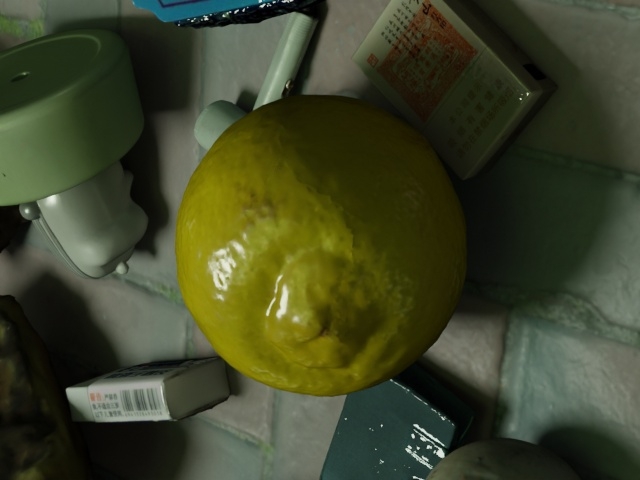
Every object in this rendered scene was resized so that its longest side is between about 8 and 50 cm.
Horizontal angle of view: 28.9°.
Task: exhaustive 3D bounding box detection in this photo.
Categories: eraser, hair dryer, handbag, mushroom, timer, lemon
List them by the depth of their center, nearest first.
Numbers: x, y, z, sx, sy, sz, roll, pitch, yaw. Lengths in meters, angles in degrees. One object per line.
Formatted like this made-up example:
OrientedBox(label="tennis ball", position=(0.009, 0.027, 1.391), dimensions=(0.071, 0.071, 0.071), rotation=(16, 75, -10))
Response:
OrientedBox(label="lemon", position=(0.000, 0.000, 1.359), dimensions=(0.348, 0.348, 0.348), rotation=(12, 109, 36))
OrientedBox(label="mushroom", position=(0.192, 0.350, 1.385), dimensions=(0.243, 0.243, 0.244), rotation=(12, 109, 36))
OrientedBox(label="handbag", position=(0.094, 0.269, 1.512), dimensions=(0.179, 0.062, 0.229), rotation=(38, 123, 36))
OrientedBox(label="hair dryer", position=(-0.067, -0.190, 1.531), dimensions=(0.131, 0.073, 0.236), rotation=(37, 120, 27))
OrientedBox(label="timer", position=(-0.344, -0.090, 1.690), dimensions=(0.290, 0.291, 0.315), rotation=(5, 128, 38))
OrientedBox(label="eraser", position=(-0.244, 0.213, 1.746), dimensions=(0.210, 0.124, 0.068), rotation=(-8, 97, 41))

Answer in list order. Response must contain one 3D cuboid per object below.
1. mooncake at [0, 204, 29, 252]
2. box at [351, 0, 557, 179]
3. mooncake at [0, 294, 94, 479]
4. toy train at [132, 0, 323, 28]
OrientedBox(label="mooncake", position=(-0.583, -0.070, 1.819), dimensions=(0.187, 0.324, 0.324), rotation=(34, 121, 27))
OrientedBox(label="box", position=(0.143, -0.185, 1.366), dimensions=(0.201, 0.058, 0.141), rotation=(51, 128, 17))
OrientedBox(label="mooncake", position=(-0.479, 0.280, 1.796), dimensions=(0.393, 0.246, 0.394), rotation=(171, 77, -82))
OrientedBox(label="toy train", position=(-0.095, -0.383, 1.428), dimensions=(0.300, 0.188, 0.265), rotation=(-3, 105, 38))
